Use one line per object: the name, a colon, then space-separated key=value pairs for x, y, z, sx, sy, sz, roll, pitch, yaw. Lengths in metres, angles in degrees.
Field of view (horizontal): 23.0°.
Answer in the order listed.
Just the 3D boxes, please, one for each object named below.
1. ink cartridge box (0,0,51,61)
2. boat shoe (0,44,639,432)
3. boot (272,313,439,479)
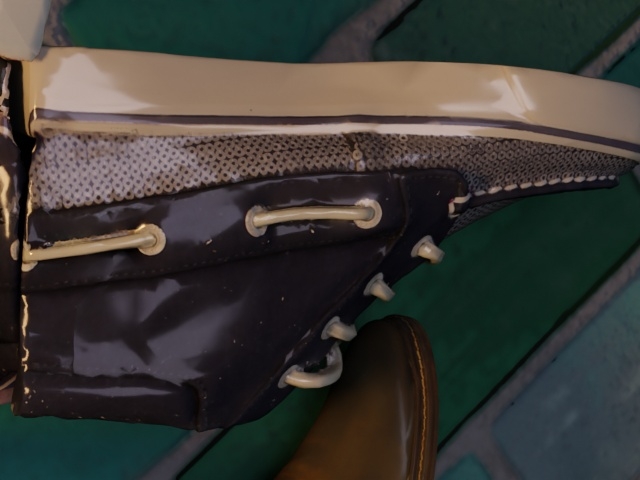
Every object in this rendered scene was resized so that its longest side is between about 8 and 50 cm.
ink cartridge box: x=-0.220 y=-0.286 z=0.596 sx=0.308 sy=0.091 sz=0.385 roll=16 pitch=78 yaw=-30
boat shoe: x=0.000 y=0.000 z=0.710 sx=0.340 sy=0.127 sz=0.158 roll=0 pitch=92 yaw=-22
boot: x=-0.019 y=0.127 z=0.706 sx=0.106 sy=0.082 sz=0.219 roll=22 pitch=79 yaw=-31
